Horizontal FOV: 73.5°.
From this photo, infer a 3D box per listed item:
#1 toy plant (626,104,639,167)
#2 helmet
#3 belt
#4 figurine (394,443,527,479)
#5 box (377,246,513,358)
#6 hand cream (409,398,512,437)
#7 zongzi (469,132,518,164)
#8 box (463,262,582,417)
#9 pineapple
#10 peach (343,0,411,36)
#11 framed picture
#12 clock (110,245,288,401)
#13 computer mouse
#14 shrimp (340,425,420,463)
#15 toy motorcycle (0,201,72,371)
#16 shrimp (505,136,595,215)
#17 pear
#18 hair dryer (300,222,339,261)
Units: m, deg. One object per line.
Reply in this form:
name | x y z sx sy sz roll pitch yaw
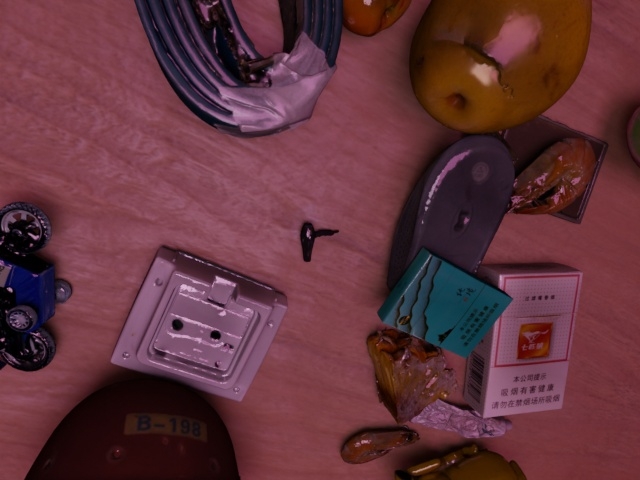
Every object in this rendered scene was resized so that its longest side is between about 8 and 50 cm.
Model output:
toy plant | 0.826 -0.226 0.911 0.356 0.210 0.317 7 98 -27
helmet | -0.294 0.368 0.742 0.384 0.230 0.337 19 130 -26
belt | -0.129 -0.381 0.664 0.300 0.173 0.437 -17 105 -12
figurine | 0.296 0.572 0.961 0.326 0.169 0.218 -15 128 -16
box | 0.245 0.128 0.838 0.226 0.042 0.161 27 104 -22
hand cream | 0.340 0.420 1.007 0.256 0.050 0.084 17 100 -13
zongzi | 0.308 -0.182 0.881 0.130 0.062 0.154 -37 93 28
box | 0.450 0.219 0.967 0.210 0.095 0.331 0 100 -14
pineapple | 0.192 0.289 0.910 0.236 0.114 0.186 35 91 -20
peach | 0.085 -0.430 0.731 0.138 0.138 0.138 -3 102 -13
framed picture | 0.497 -0.161 0.939 0.265 0.018 0.192 16 97 -15
clock | -0.217 0.165 0.786 0.262 0.116 0.231 25 95 -16
computer mouse | 0.247 -0.029 0.853 0.188 0.122 0.371 11 107 -16
shrimp | 0.136 0.462 0.971 0.190 0.042 0.101 -8 123 -12
toy motorcycle | -0.522 0.083 0.702 0.168 0.113 0.316 9 107 -4
shrimp | 0.468 -0.110 0.905 0.267 0.061 0.145 -33 115 -8
pear | 0.295 -0.342 0.726 0.284 0.285 0.337 25 60 -17
hair dryer | 0.000 0.000 0.851 0.083 0.031 0.079 -9 114 -20
